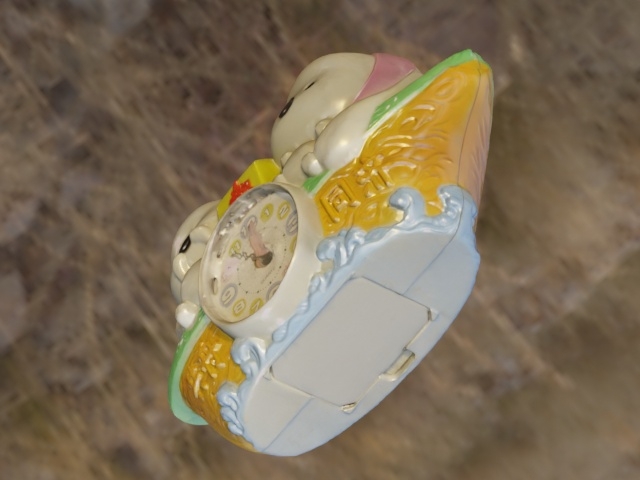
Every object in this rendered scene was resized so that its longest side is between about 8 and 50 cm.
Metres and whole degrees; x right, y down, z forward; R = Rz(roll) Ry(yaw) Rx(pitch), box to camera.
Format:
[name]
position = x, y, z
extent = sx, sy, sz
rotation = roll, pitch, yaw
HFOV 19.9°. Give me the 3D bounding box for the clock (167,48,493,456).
[clock]
position = 0.000, 0.000, 0.861
extent = 0.103, 0.144, 0.231
rotation = 28, 113, -38
